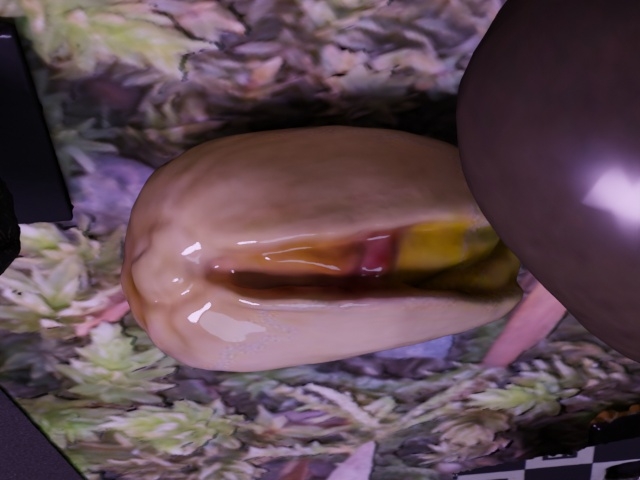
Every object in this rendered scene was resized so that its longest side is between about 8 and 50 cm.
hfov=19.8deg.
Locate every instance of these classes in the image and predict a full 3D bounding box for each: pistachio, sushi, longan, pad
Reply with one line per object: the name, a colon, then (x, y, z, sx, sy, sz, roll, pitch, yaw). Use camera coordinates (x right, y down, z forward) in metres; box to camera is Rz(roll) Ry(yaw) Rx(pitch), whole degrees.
pistachio: (0.000, 0.000, 0.908, 0.200, 0.117, 0.145, -9, -175, -6)
sushi: (0.243, 0.145, 1.208, 0.279, 0.043, 0.192, -14, 146, 14)
longan: (0.174, -0.042, 0.765, 0.248, 0.248, 0.248, -3, 146, -2)
pad: (-0.234, 0.154, 1.202, 0.143, 0.003, 0.211, -11, 146, 11)

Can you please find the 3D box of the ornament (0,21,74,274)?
ornament: (-0.202, 0.021, 0.835, 0.153, 0.196, 0.166, -6, 145, 1)
